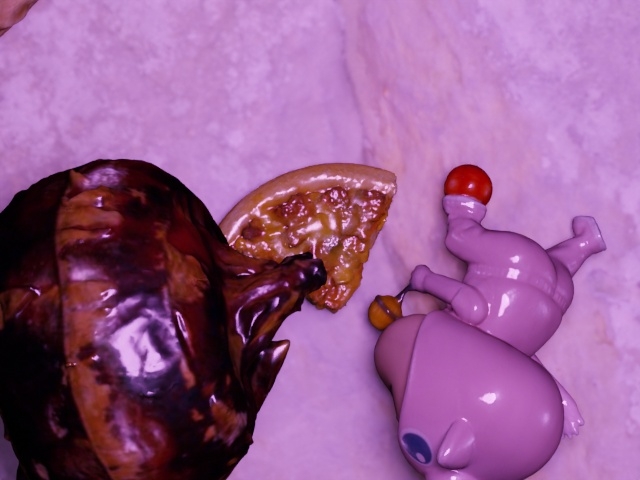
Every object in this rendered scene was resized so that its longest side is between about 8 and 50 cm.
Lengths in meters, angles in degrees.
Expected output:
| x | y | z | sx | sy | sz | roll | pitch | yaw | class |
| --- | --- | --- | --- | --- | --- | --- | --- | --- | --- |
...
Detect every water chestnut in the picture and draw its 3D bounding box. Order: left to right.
| x | y | z | sx | sy | sz | roll | pitch | yaw | class |
| --- | --- | --- | --- | --- | --- | --- | --- | --- | --- |
| -0.130 | 0.075 | 1.380 | 0.300 | 0.300 | 0.300 | -1 | 94 | -8 | water chestnut |

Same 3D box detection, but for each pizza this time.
| x | y | z | sx | sy | sz | roll | pitch | yaw | class |
| --- | --- | --- | --- | --- | --- | --- | --- | --- | --- |
| 0.000 | 0.000 | 1.513 | 0.175 | 0.046 | 0.134 | -29 | 97 | -5 | pizza |

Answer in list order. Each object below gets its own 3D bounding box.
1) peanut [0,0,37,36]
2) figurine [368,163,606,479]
| x | y | z | sx | sy | sz | roll | pitch | yaw | class |
| --- | --- | --- | --- | --- | --- | --- | --- | --- | --- |
| -0.265 | -0.322 | 1.408 | 0.153 | 0.140 | 0.325 | 14 | 89 | -19 | peanut |
| 0.139 | 0.087 | 1.506 | 0.186 | 0.176 | 0.287 | 8 | 74 | 32 | figurine |
